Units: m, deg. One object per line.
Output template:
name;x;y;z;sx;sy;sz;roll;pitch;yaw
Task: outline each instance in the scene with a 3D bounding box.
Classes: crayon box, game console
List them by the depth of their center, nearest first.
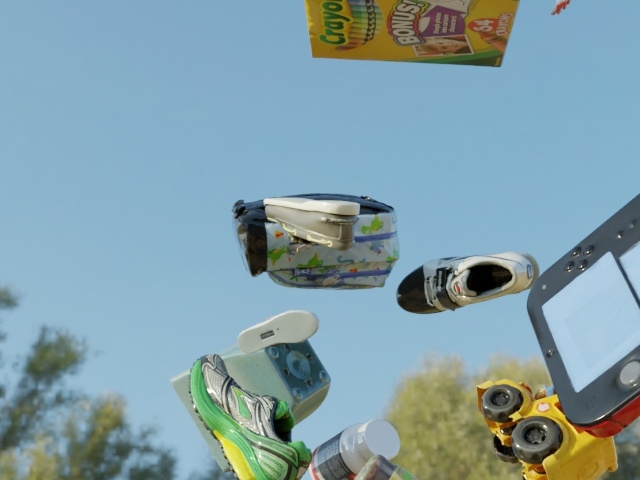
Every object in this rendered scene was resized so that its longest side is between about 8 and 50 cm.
crayon box;0.135;-0.376;1.725;0.313;0.106;0.363;2;-13;3
game console;0.473;0.085;1.726;0.060;0.386;0.342;34;-66;-22

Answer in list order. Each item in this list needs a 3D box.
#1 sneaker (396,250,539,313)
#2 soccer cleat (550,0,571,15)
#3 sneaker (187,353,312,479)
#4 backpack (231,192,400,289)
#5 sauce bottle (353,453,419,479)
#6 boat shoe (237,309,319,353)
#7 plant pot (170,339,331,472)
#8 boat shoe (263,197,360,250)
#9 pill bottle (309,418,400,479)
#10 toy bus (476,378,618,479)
sneaker;0.300;0.089;2.514;0.330;0.122;0.146;-16;-4;26
soccer cleat;0.383;-0.389;1.796;0.083;0.035;0.029;-51;-3;4
sneaker;-0.124;0.326;2.095;0.146;0.343;0.134;-40;-38;-1
backpack;0.000;0.000;2.560;0.355;0.273;0.290;-17;6;-7
sauce bottle;0.187;0.447;1.647;0.344;0.111;0.111;37;-35;3
boat shoe;-0.073;0.171;2.278;0.183;0.065;0.083;-17;5;26
plant pot;-0.127;0.322;2.561;0.252;0.247;0.248;-35;-6;37
boat shoe;-0.026;-0.036;2.248;0.109;0.091;0.305;0;4;-30
pill bottle;0.066;0.407;2.175;0.108;0.108;0.180;14;-35;-29
toy bus;0.386;0.292;1.853;0.211;0.220;0.149;-31;-48;-8
